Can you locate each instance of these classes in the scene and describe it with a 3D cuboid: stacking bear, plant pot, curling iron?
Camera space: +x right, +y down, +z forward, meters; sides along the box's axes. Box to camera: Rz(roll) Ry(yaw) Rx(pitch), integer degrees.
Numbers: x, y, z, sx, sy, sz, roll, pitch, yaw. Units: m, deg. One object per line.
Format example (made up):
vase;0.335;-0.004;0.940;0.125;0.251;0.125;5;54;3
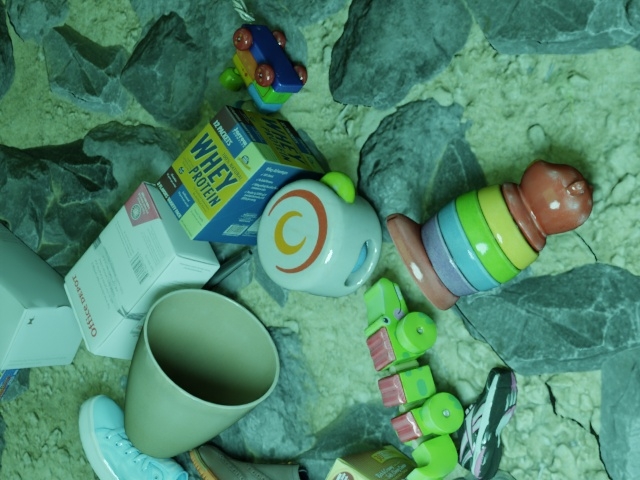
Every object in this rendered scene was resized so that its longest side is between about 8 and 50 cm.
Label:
stacking bear;0.278;-0.024;1.539;0.289;0.175;0.164;-29;70;20
plant pot;-0.249;0.270;1.820;0.256;0.257;0.274;55;131;23
curling iron;-0.220;0.098;1.911;0.274;0.035;0.068;-40;65;25

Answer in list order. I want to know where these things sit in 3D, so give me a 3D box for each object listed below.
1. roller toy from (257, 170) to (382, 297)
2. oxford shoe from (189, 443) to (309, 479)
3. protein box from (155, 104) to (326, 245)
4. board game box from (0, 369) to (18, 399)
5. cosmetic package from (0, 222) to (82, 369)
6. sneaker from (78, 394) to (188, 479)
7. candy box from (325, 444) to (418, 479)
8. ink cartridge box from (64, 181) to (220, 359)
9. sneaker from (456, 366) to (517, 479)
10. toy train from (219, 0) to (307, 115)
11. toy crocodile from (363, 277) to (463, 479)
roller toy;0.000;0.000;1.713;0.209;0.146;0.191;-22;67;35
oxford shoe;-0.090;0.447;1.782;0.364;0.130;0.132;28;69;37
protein box;-0.139;-0.109;1.775;0.201;0.200;0.136;-45;66;22
board game box;-0.770;0.272;2.250;0.201;0.035;0.136;44;110;26
cosmetic package;-0.672;0.106;2.105;0.366;0.197;0.155;37;106;30
sneaker;-0.324;0.439;1.912;0.150;0.135;0.365;-35;80;21
candy box;0.171;0.449;1.556;0.316;0.183;0.087;33;104;29
ink cartridge box;-0.350;0.062;1.926;0.283;0.117;0.207;-47;51;22
sneaker;0.250;0.284;1.585;0.077;0.072;0.178;17;91;43
toy train;-0.141;-0.339;1.858;0.143;0.105;0.248;-46;64;36
toy crocodile;0.138;0.226;1.614;0.115;0.105;0.340;-39;64;55
